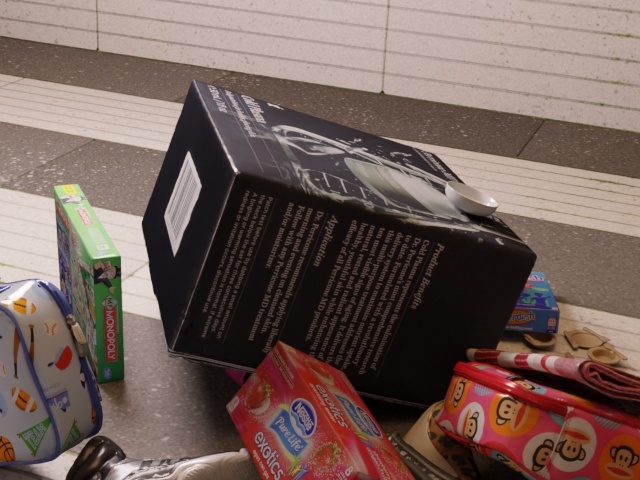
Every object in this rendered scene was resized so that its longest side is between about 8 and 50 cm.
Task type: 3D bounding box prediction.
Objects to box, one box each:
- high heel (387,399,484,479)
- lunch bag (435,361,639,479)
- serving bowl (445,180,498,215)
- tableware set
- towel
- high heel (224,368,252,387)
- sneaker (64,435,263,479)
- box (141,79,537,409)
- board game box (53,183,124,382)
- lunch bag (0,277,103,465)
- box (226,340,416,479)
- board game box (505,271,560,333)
[{"bbox_3d":[0.193,0.312,1.465,0.186,0.093,0.261,41,20,16],"label":"high heel"},{"bbox_3d":[0.302,0.253,1.395,0.293,0.120,0.258,22,-5,-18],"label":"lunch bag"},{"bbox_3d":[0.220,-0.057,1.603,0.083,0.027,0.083,20,17,-7],"label":"serving bowl"},{"bbox_3d":[0.424,0.182,1.826,0.169,0.020,0.141,-5,24,-18],"label":"tableware set"},{"bbox_3d":[0.357,0.195,1.437,0.237,0.037,0.329,20,-9,-15],"label":"towel"},{"bbox_3d":[-0.075,0.234,1.581,0.244,0.082,0.117,28,33,29],"label":"high heel"},{"bbox_3d":[-0.211,0.297,1.368,0.269,0.101,0.153,-15,31,-31],"label":"sneaker"},{"bbox_3d":[0.000,0.000,1.713,0.472,0.297,0.480,16,18,-20],"label":"box"},{"bbox_3d":[-0.379,0.061,1.764,0.046,0.213,0.317,-7,25,-22],"label":"board game box"},{"bbox_3d":[-0.422,0.166,1.405,0.303,0.243,0.115,-10,12,34],"label":"lunch bag"},{"bbox_3d":[0.001,0.260,1.356,0.128,0.122,0.257,30,15,-38],"label":"box"},{"bbox_3d":[0.332,0.104,1.940,0.160,0.047,0.210,4,16,2],"label":"board game box"}]
